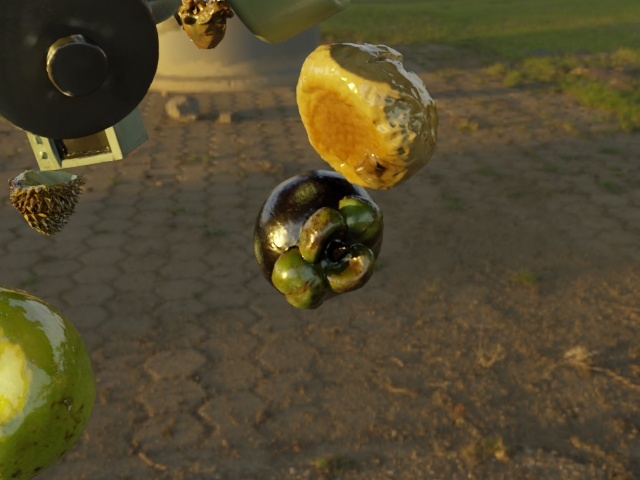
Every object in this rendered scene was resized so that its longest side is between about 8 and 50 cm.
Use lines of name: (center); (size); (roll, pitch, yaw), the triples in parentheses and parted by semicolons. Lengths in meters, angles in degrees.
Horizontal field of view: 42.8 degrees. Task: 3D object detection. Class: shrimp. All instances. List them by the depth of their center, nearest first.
shrimp: (-0.193, -0.357, 1.259); (0.066, 0.117, 0.262); (-53, 10, -14)

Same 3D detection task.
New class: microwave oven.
microwave oven: (-0.513, -0.244, 1.796); (0.208, 0.122, 0.162); (-7, 24, 16)

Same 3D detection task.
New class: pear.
pear: (-0.585, 0.263, 1.471); (0.391, 0.391, 0.391); (-1, 21, 0)

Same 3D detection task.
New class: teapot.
teapot: (-0.280, -0.260, 0.885); (0.270, 0.200, 0.337); (-16, 43, -25)

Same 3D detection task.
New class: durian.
durian: (-0.562, -0.088, 1.664); (0.139, 0.144, 0.252); (23, 16, -8)

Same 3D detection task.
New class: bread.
bread: (0.076, -0.185, 1.188); (0.134, 0.244, 0.244); (-39, 37, -24)

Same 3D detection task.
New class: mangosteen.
mangosteen: (0.000, 0.000, 1.303); (0.243, 0.242, 0.243); (-1, 21, 0)

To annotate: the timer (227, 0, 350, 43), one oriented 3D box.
timer: (0.029, -0.447, 1.109); (0.315, 0.290, 0.291); (-11, 16, 20)
